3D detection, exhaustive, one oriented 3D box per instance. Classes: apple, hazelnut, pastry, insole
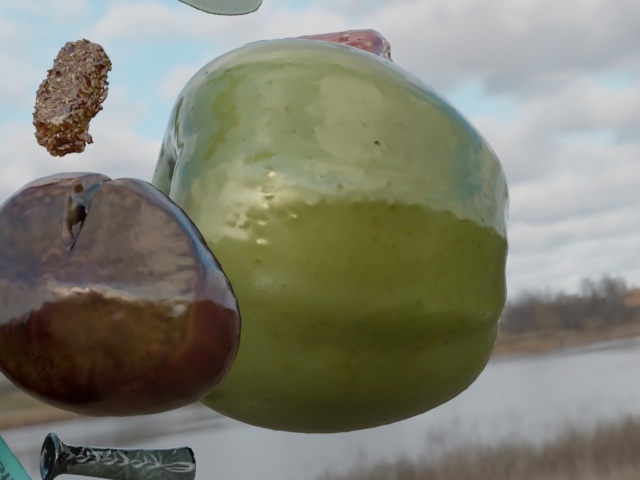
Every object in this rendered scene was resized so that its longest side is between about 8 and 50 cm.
[{"bbox_3d":[0.000,0.000,1.654,0.473,0.473,0.473,-9,-6,-1],"label":"apple"},{"bbox_3d":[-0.152,0.047,1.028,0.204,0.178,0.178,17,2,16],"label":"hazelnut"},{"bbox_3d":[-0.330,-0.194,1.867,0.087,0.169,0.063,8,-24,8],"label":"pastry"},{"bbox_3d":[-0.120,-0.239,1.297,0.152,0.053,0.002,15,-16,-26],"label":"insole"}]

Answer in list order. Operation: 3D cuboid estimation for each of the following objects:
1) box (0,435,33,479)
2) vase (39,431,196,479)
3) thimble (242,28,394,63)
[{"bbox_3d":[-0.297,0.199,0.873,0.118,0.205,0.311,-37,1,18],"label":"box"},{"bbox_3d":[-0.225,0.248,1.572,0.167,0.059,0.059,12,-16,-30],"label":"vase"},{"bbox_3d":[0.003,-0.129,2.046,0.230,0.350,0.350,-6,-5,11],"label":"thimble"}]
